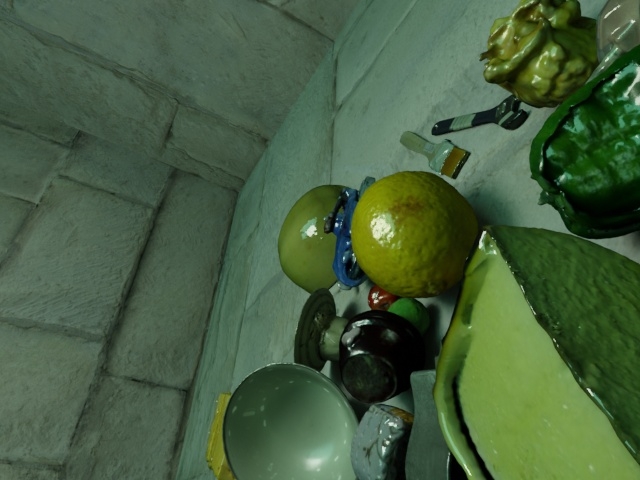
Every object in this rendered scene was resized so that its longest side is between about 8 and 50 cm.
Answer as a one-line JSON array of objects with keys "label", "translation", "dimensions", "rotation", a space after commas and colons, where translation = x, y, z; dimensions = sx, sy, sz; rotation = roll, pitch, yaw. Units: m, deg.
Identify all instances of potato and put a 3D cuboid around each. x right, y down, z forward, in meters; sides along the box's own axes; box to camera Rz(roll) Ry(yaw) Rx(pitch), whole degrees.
[{"label": "potato", "translation": [0.296, 0.189, 0.529], "dimensions": [0.330, 0.213, 0.280], "rotation": [-107, 25, -43]}]

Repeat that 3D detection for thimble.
[{"label": "thimble", "translation": [0.129, 0.382, 0.781], "dimensions": [0.118, 0.127, 0.151], "rotation": [-8, 59, 64]}]

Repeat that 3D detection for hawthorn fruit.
[{"label": "hawthorn fruit", "translation": [0.158, 0.138, 1.013], "dimensions": [0.093, 0.093, 0.093], "rotation": [-49, 29, 40]}]

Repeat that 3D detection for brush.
[{"label": "brush", "translation": [0.280, -0.239, 1.136], "dimensions": [0.085, 0.020, 0.336], "rotation": [-63, 23, 15]}]

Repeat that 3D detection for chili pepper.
[{"label": "chili pepper", "translation": [0.438, -0.142, 0.499], "dimensions": [0.385, 0.213, 0.167], "rotation": [-33, -7, 27]}]

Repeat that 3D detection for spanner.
[{"label": "spanner", "translation": [0.356, -0.284, 1.004], "dimensions": [0.087, 0.024, 0.316], "rotation": [-68, 21, -1]}]

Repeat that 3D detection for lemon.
[{"label": "lemon", "translation": [0.182, -0.014, 0.864], "dimensions": [0.267, 0.268, 0.267], "rotation": [-49, 29, 40]}]

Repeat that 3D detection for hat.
[{"label": "hat", "translation": [0.034, 0.253, 1.118], "dimensions": [0.110, 0.252, 0.251], "rotation": [5, 70, 26]}]

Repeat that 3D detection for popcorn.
[{"label": "popcorn", "translation": [0.385, -0.323, 0.741], "dimensions": [0.169, 0.189, 0.218], "rotation": [-60, 22, 28]}]

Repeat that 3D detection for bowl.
[{"label": "bowl", "translation": [-0.047, 0.444, 1.022], "dimensions": [0.337, 0.337, 0.157], "rotation": [-68, -19, 3]}]

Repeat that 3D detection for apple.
[{"label": "apple", "translation": [0.000, 0.000, 1.481], "dimensions": [0.360, 0.312, 0.320], "rotation": [-56, -19, 26]}]

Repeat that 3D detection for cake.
[{"label": "cake", "translation": [-0.171, 0.555, 1.201], "dimensions": [0.286, 0.223, 0.227], "rotation": [-27, 49, 59]}]

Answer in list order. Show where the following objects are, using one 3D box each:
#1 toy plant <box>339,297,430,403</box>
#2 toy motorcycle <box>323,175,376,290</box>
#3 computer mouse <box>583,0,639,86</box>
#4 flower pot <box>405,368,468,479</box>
[{"label": "toy plant", "translation": [0.127, 0.220, 0.897], "dimensions": [0.218, 0.175, 0.235], "rotation": [-45, -3, 31]}, {"label": "toy motorcycle", "translation": [0.116, -0.003, 1.166], "dimensions": [0.182, 0.241, 0.319], "rotation": [-1, 55, 23]}, {"label": "computer mouse", "translation": [0.492, -0.331, 0.539], "dimensions": [0.389, 0.200, 0.115], "rotation": [-50, 9, 38]}, {"label": "flower pot", "translation": [0.208, 0.320, 0.690], "dimensions": [0.108, 0.103, 0.229], "rotation": [-33, 43, 59]}]
